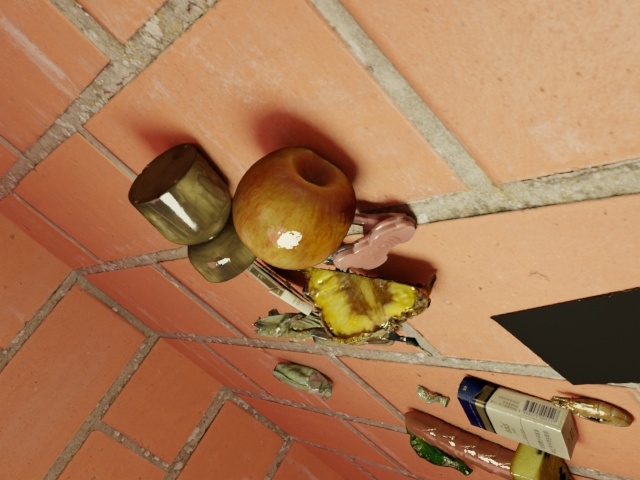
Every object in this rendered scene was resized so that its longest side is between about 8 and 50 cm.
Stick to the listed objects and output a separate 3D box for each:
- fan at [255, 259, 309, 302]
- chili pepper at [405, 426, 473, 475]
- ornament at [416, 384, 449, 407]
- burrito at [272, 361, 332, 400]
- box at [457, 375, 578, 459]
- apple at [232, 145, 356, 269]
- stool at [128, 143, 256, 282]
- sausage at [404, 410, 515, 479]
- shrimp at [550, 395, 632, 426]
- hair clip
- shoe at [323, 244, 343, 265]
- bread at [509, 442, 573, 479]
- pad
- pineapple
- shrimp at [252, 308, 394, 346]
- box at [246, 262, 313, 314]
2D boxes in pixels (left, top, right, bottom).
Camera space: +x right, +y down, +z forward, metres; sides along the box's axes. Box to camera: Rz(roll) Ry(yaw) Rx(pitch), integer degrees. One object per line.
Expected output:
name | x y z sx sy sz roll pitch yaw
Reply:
fan | -0.077 0.101 1.494 0.233 0.012 0.414 37 177 -13
chili pepper | 0.383 0.724 2.193 0.278 0.065 0.122 32 147 -3
ornament | 0.311 0.439 1.783 0.092 0.041 0.068 19 177 4
burrito | -0.056 0.492 2.263 0.228 0.089 0.144 10 161 42
box | 0.467 0.421 1.527 0.259 0.071 0.168 13 149 37
apple | -0.046 -0.057 1.107 0.211 0.211 0.188 34 126 -3
stool | -0.264 -0.057 1.392 0.179 0.179 0.264 7 144 43
sausage | 0.437 0.612 1.899 0.432 0.088 0.088 17 151 30
shrimp | 0.567 0.356 1.344 0.162 0.045 0.095 10 168 31
hair clip | 0.103 0.003 1.148 0.138 0.102 0.123 0 175 41
shoe | 0.000 0.000 1.334 0.142 0.064 0.071 29 134 -5
bread | 0.594 0.632 1.685 0.077 0.138 0.361 6 145 40
pad | 0.502 0.184 1.134 0.247 0.007 0.367 37 155 -11
pineapple | 0.113 0.142 1.308 0.334 0.159 0.161 0 169 36
shrimp | 0.016 0.214 1.511 0.360 0.085 0.247 8 180 -20
box | -0.110 0.106 1.522 0.198 0.029 0.109 34 177 46
